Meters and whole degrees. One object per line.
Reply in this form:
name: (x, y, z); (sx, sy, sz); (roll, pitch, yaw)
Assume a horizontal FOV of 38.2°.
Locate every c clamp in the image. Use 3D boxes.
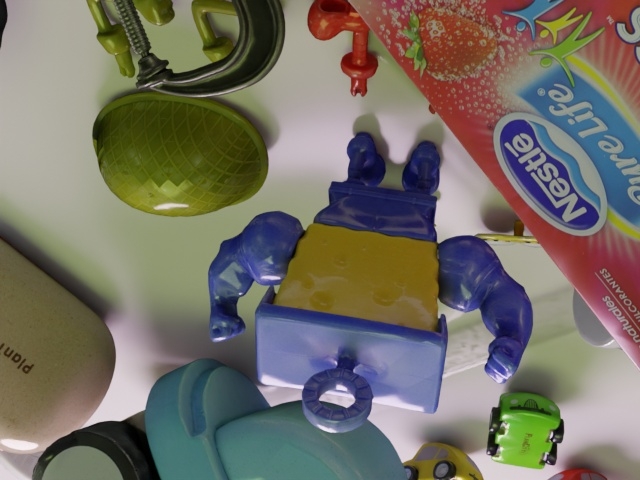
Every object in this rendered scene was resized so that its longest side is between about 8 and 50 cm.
c clamp: (-0.095, -0.147, 0.502); (0.137, 0.022, 0.160); (-23, 102, 19)

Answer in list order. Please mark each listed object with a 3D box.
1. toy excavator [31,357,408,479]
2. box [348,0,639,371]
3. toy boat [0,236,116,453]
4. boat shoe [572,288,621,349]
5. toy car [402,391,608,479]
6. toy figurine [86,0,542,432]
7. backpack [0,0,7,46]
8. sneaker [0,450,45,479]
toy excavator: (0.042, 0.269, 0.782); (0.445, 0.433, 0.222); (-27, 170, 15)
box: (0.147, -0.068, 0.404); (0.257, 0.128, 0.123); (50, 135, -5)
toy boat: (-0.301, 0.087, 0.834); (0.151, 0.151, 0.231); (17, 155, 53)
boat shoe: (0.253, -0.013, 0.552); (0.084, 0.095, 0.258); (9, 148, -18)
toy car: (0.183, 0.196, 0.851); (0.239, 0.053, 0.225); (7, 141, 9)
toy figurine: (0.000, 0.000, 0.536); (0.363, 0.217, 0.191); (10, 142, 6)
backpack: (-0.398, -0.093, 0.512); (0.356, 0.290, 0.273); (25, 142, 2)
sneaker: (-0.326, 0.277, 1.098); (0.217, 0.079, 0.121); (37, 136, -27)
